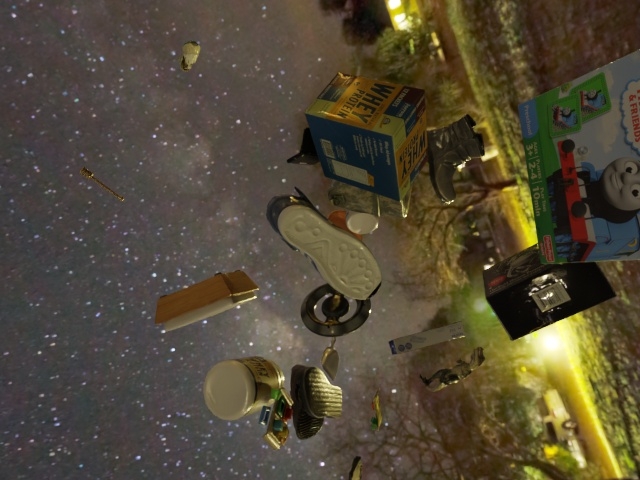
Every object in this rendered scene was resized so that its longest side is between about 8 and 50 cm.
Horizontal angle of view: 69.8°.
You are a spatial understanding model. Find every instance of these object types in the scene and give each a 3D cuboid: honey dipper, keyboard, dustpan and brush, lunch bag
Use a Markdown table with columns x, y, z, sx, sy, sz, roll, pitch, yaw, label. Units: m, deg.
| x | y | z | sx | sy | sz | roll | pitch | yaw | label |
| --- | --- | --- | --- | --- | --- | --- | --- | --- | --- |
| -0.734 | -0.187 | 1.546 | 0.161 | 0.030 | 0.030 | 40 | -149 | -23 | honey dipper |
| 0.108 | 0.772 | 1.470 | 0.108 | 0.023 | 0.180 | -40 | -43 | -56 | keyboard |
| 0.053 | 0.549 | 2.215 | 0.211 | 0.060 | 0.147 | -62 | -41 | -33 | dustpan and brush |
| 0.167 | -0.237 | 1.454 | 0.212 | 0.256 | 0.304 | 74 | -153 | -61 | lunch bag |

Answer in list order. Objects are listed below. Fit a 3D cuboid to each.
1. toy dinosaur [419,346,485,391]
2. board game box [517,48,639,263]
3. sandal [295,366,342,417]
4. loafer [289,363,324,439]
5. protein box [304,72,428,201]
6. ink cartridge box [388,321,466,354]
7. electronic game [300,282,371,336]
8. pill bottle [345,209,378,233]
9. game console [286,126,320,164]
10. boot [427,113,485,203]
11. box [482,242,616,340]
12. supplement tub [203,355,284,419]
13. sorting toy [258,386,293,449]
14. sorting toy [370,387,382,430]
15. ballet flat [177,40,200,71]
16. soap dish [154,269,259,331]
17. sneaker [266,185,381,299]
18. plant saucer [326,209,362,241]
| x | y | z | sx | sy | sz | roll | pitch | yaw | label |
| --- | --- | --- | --- | --- | --- | --- | --- | --- | --- |
| 0.362 | 0.395 | 1.325 | 0.118 | 0.268 | 0.064 | 2 | -127 | -36 | toy dinosaur |
| 0.256 | -0.065 | 0.355 | 0.211 | 0.039 | 0.160 | 167 | 96 | -67 | board game box |
| -0.021 | 0.612 | 1.785 | 0.445 | 0.107 | 0.167 | 59 | -149 | -54 | sandal |
| -0.067 | 0.700 | 2.016 | 0.130 | 0.134 | 0.365 | -146 | 53 | -63 | loafer |
| 0.105 | -0.218 | 0.975 | 0.136 | 0.201 | 0.199 | -55 | -30 | -23 | protein box |
| 0.311 | 0.290 | 1.352 | 0.097 | 0.207 | 0.046 | 90 | 165 | -74 | ink cartridge box |
| 0.048 | 0.216 | 1.478 | 0.229 | 0.230 | 0.048 | -85 | -14 | -50 | electronic game |
| 0.153 | -0.134 | 1.704 | 0.208 | 0.118 | 0.117 | -86 | -28 | -44 | pill bottle |
| -0.033 | -0.277 | 1.365 | 0.122 | 0.107 | 0.071 | -6 | -101 | -48 | game console |
| 0.536 | -0.305 | 1.791 | 0.338 | 0.223 | 0.118 | 60 | -147 | -28 | boot |
| 0.758 | 0.142 | 1.578 | 0.178 | 0.343 | 0.312 | 57 | -159 | -2 | box |
| -0.306 | 0.599 | 1.896 | 0.316 | 0.229 | 0.228 | 23 | -129 | -67 | supplement tub |
| -0.149 | 0.689 | 1.765 | 0.347 | 0.047 | 0.195 | 74 | -151 | -50 | sorting toy |
| 0.099 | 0.309 | 0.829 | 0.083 | 0.012 | 0.061 | 5 | -100 | -76 | sorting toy |
| -0.409 | -0.573 | 1.439 | 0.168 | 0.057 | 0.052 | -173 | 75 | -66 | ballet flat |
| -0.382 | 0.196 | 1.546 | 0.229 | 0.291 | 0.118 | 1 | -112 | -76 | soap dish |
| -0.001 | 0.000 | 1.158 | 0.323 | 0.130 | 0.236 | 40 | -178 | -23 | sneaker |
| 0.088 | -0.027 | 1.879 | 0.200 | 0.037 | 0.199 | 15 | -115 | -35 | plant saucer |
